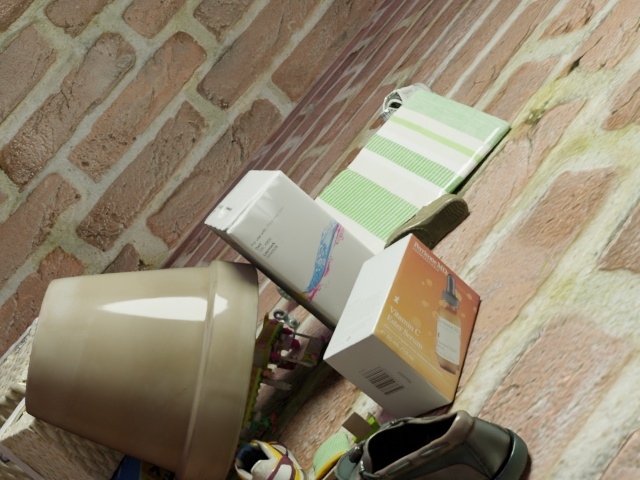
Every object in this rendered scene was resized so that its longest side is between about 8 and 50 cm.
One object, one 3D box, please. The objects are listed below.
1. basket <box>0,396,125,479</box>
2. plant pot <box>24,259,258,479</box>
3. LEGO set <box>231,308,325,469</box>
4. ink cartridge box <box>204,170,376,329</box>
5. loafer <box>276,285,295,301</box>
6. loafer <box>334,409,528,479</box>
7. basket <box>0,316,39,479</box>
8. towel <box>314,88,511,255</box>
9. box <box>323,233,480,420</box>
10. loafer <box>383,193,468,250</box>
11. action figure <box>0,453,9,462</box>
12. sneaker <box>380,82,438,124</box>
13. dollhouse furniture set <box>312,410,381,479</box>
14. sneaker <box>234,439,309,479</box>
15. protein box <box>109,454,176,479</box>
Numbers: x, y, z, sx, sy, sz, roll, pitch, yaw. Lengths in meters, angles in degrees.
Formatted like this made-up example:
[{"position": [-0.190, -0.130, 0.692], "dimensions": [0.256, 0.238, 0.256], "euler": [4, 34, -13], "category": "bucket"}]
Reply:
[{"position": [-0.386, 0.305, 1.237], "dimensions": [0.103, 0.167, 0.113], "euler": [-31, 22, 39], "category": "basket"}, {"position": [-0.256, 0.172, 1.154], "dimensions": [0.323, 0.280, 0.323], "euler": [-171, 90, -78], "category": "plant pot"}, {"position": [-0.066, 0.222, 1.265], "dimensions": [0.132, 0.107, 0.287], "euler": [98, -172, -45], "category": "LEGO set"}, {"position": [-0.019, 0.025, 1.203], "dimensions": [0.117, 0.278, 0.201], "euler": [-51, 16, -7], "category": "ink cartridge box"}, {"position": [0.000, 0.000, 1.551], "dimensions": [0.251, 0.094, 0.087], "euler": [-47, 20, 6], "category": "loafer"}, {"position": [0.089, 0.211, 0.827], "dimensions": [0.267, 0.084, 0.096], "euler": [-28, 26, 52], "category": "loafer"}, {"position": [-0.541, 0.362, 1.727], "dimensions": [0.328, 0.331, 0.266], "euler": [-41, 19, 28], "category": "basket"}, {"position": [0.139, -0.110, 1.398], "dimensions": [0.325, 0.038, 0.248], "euler": [-48, 40, -5], "category": "towel"}, {"position": [0.101, 0.103, 0.968], "dimensions": [0.091, 0.130, 0.170], "euler": [-35, 21, 43], "category": "box"}, {"position": [0.161, -0.020, 1.246], "dimensions": [0.148, 0.056, 0.050], "euler": [-34, 18, 15], "category": "loafer"}, {"position": [-0.412, 0.401, 1.427], "dimensions": [0.185, 0.285, 0.099], "euler": [13, 66, 35], "category": "action figure"}, {"position": [0.187, -0.293, 1.745], "dimensions": [0.090, 0.095, 0.235], "euler": [-41, 16, 31], "category": "sneaker"}, {"position": [0.027, 0.229, 1.002], "dimensions": [0.152, 0.058, 0.076], "euler": [-47, 15, 4], "category": "dollhouse furniture set"}, {"position": [-0.079, 0.293, 1.088], "dimensions": [0.070, 0.084, 0.185], "euler": [-53, 16, -14], "category": "sneaker"}, {"position": [-0.279, 0.427, 1.212], "dimensions": [0.201, 0.136, 0.200], "euler": [-48, 15, 2], "category": "protein box"}]
